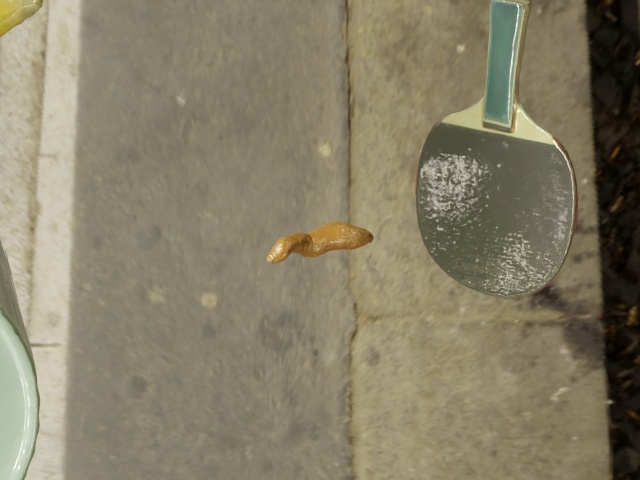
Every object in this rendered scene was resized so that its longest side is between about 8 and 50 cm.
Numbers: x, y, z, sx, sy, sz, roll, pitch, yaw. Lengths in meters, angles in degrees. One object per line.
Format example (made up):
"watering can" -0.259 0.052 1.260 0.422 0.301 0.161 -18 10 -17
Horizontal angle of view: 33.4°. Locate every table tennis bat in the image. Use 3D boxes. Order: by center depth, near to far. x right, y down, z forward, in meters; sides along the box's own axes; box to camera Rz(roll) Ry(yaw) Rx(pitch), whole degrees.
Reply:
"table tennis bat" 0.167 -0.082 1.025 0.173 0.022 0.301 15 119 29

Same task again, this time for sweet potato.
"sweet potato" -0.002 0.002 1.294 0.179 0.044 0.044 -8 77 -42

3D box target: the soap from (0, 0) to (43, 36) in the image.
"soap" -0.289 -0.156 0.472 0.259 0.143 0.281 -39 116 2

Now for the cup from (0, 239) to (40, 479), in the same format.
"cup" -0.432 0.122 0.905 0.401 0.392 0.310 -46 115 -8
